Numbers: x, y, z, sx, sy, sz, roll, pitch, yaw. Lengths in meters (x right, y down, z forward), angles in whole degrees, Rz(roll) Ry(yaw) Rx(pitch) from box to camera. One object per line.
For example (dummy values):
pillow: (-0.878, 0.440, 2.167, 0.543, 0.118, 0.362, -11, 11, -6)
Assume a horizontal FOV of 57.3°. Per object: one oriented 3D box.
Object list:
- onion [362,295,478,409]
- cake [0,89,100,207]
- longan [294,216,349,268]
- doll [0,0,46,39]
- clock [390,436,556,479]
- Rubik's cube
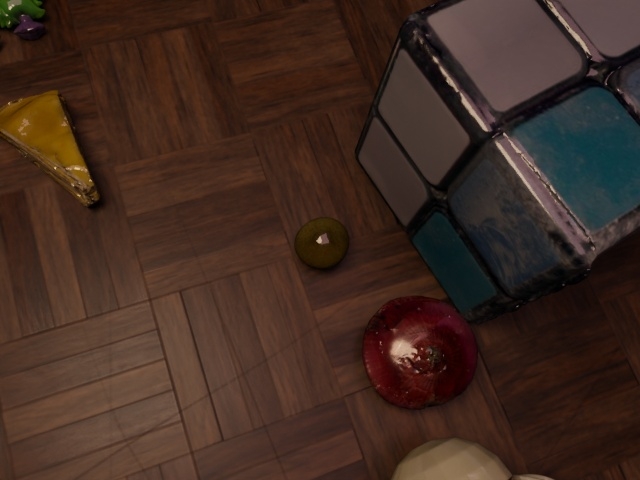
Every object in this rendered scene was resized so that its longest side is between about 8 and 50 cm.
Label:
onion: (0.128, 0.133, 0.720, 0.150, 0.140, 0.150, 1, 71, -3)
cake: (-0.372, -0.120, 0.774, 0.116, 0.080, 0.184, -16, 79, -15)
longan: (0.000, 0.000, 0.792, 0.075, 0.075, 0.083, -20, 35, -13)
doll: (-0.488, -0.321, 0.839, 0.190, 0.050, 0.115, -30, 82, -13)
clock: (0.207, 0.403, 0.605, 0.342, 0.184, 0.325, 29, 52, -7)
Rubik's cube: (0.267, -0.122, 0.731, 0.313, 0.316, 0.318, -29, 79, -15)
